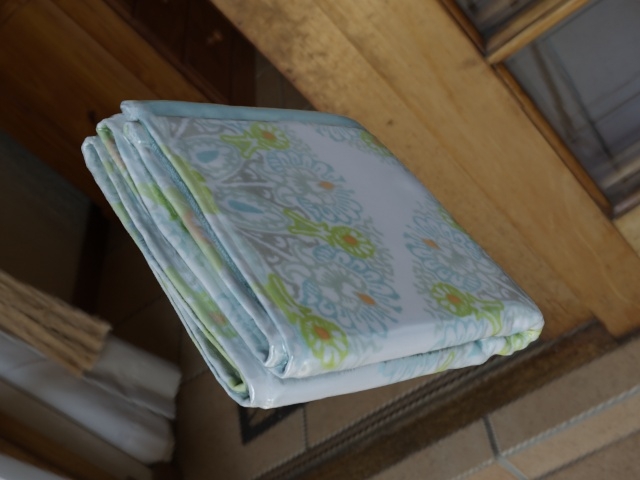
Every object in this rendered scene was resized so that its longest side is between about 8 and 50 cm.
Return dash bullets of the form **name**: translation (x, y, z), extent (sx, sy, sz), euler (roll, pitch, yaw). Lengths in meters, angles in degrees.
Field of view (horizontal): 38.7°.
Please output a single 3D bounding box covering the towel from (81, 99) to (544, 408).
- **towel**: translation (0.000, 0.000, 0.857), extent (0.320, 0.375, 0.090), euler (53, 127, 29)
